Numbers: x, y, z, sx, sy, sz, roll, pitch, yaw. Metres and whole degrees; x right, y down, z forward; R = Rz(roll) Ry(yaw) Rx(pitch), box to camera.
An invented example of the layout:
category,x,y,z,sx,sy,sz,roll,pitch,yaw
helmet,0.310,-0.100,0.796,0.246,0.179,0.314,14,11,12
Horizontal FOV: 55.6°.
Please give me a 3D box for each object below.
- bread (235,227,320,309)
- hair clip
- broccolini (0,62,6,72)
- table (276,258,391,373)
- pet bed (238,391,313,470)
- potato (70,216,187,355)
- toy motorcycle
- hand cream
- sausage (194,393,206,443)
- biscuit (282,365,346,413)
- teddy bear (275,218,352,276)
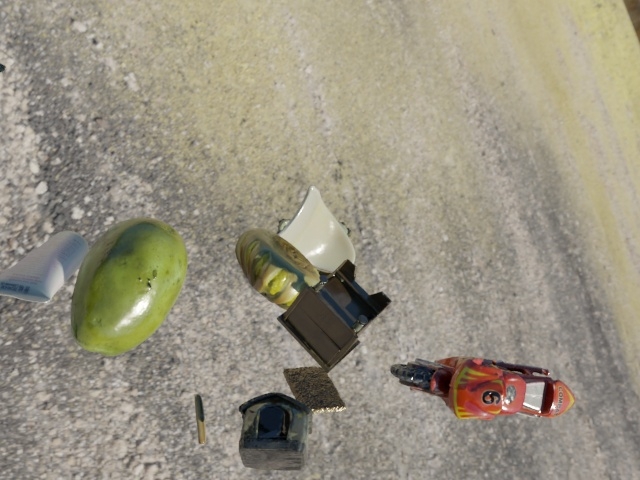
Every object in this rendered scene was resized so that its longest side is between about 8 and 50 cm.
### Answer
category,x,y,z,sx,sy,sz,roll,pitch,yaw
bread,-0.089,0.061,1.223,0.213,0.105,0.213,42,9,-8
hair clip,-0.015,-0.009,1.496,0.282,0.113,0.172,39,82,-41
broccolini,-0.931,-0.533,1.587,0.062,0.271,0.123,37,61,23
table,0.017,0.079,0.671,0.083,0.082,0.070,45,40,12
pet bed,-0.109,0.474,1.529,0.211,0.183,0.159,89,4,-55
potato,-0.405,0.093,1.281,0.216,0.216,0.304,35,78,-34
toy motorcycle,0.251,0.228,0.944,0.298,0.171,0.089,13,79,-35
hand cream,-0.783,0.084,1.732,0.359,0.185,0.118,-79,180,-68
sausage,-0.325,0.483,1.645,0.024,0.024,0.132,-1,84,-48
biscuit,-0.021,0.416,1.712,0.131,0.231,0.025,1,108,-20
teddy bear,-0.043,0.042,1.915,0.156,0.256,0.267,-88,-168,-79
